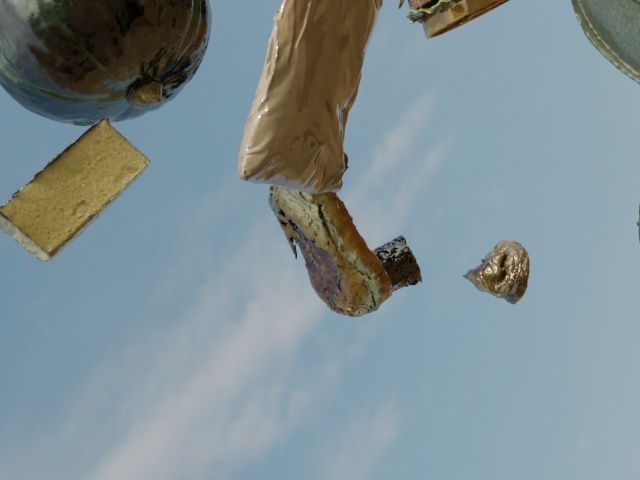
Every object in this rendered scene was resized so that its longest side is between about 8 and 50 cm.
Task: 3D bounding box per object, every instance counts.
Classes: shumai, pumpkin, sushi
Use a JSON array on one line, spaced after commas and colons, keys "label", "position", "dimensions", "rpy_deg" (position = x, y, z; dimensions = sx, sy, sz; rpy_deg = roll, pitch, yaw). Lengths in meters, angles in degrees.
[{"label": "shumai", "position": [0.374, 0.066, 1.930], "dimensions": [0.105, 0.139, 0.123], "rpy_deg": [-8, -46, -40]}, {"label": "pumpkin", "position": [-0.297, -0.281, 1.296], "dimensions": [0.315, 0.315, 0.238], "rpy_deg": [-7, -119, -51]}, {"label": "sushi", "position": [0.137, 0.047, 1.751], "dimensions": [0.084, 0.098, 0.094], "rpy_deg": [-25, -71, -4]}]

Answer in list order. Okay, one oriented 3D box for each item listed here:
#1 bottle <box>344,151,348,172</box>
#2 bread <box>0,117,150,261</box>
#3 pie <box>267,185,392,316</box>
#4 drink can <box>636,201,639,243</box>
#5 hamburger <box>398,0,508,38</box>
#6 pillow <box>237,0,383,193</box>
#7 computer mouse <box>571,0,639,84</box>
[{"label": "bottle", "position": [-0.035, -0.207, 2.149], "dimensions": [0.244, 0.082, 0.072], "rpy_deg": [16, -65, -45]}, {"label": "bread", "position": [-0.234, -0.049, 0.895], "dimensions": [0.068, 0.028, 0.153], "rpy_deg": [41, -122, -4]}, {"label": "pie", "position": [0.001, -0.001, 1.620], "dimensions": [0.085, 0.308, 0.308], "rpy_deg": [-32, -57, -16]}, {"label": "drink can", "position": [0.481, -0.022, 1.083], "dimensions": [0.118, 0.205, 0.118], "rpy_deg": [-9, -80, -58]}, {"label": "hamburger", "position": [0.251, -0.512, 1.705], "dimensions": [0.274, 0.274, 0.212], "rpy_deg": [-32, -83, -45]}, {"label": "pillow", "position": [-0.006, -0.174, 1.012], "dimensions": [0.173, 0.067, 0.270], "rpy_deg": [21, -101, -55]}, {"label": "computer mouse", "position": [0.393, -0.215, 0.855], "dimensions": [0.114, 0.374, 0.203], "rpy_deg": [-45, -29, -41]}]
